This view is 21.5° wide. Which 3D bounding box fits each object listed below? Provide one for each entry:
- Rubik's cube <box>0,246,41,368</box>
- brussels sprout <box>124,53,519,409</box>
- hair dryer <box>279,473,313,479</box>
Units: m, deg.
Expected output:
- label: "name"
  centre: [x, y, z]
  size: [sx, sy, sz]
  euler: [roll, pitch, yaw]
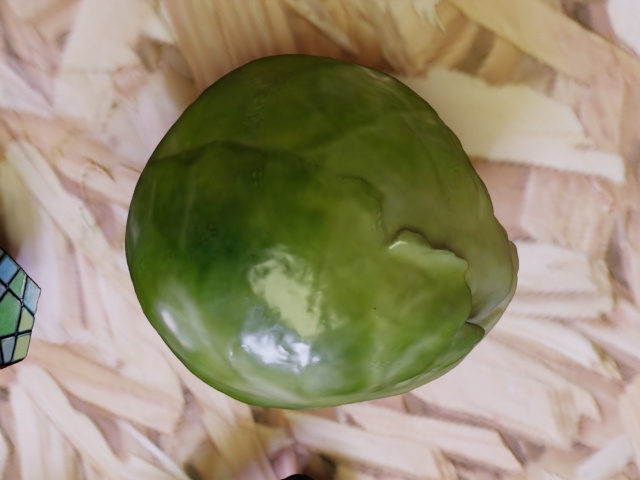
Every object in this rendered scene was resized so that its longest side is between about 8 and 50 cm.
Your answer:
- label: "Rubik's cube"
  centre: [-0.255, 0.043, 1.130]
  size: [0.133, 0.133, 0.112]
  euler: [-21, 85, 8]
- label: "brussels sprout"
  centre: [0.000, 0.000, 1.062]
  size: [0.244, 0.244, 0.244]
  euler: [0, 114, -1]
- label: "hair dryer"
  centre: [-0.074, 0.288, 1.225]
  size: [0.302, 0.116, 0.244]
  euler: [-37, 111, 26]
